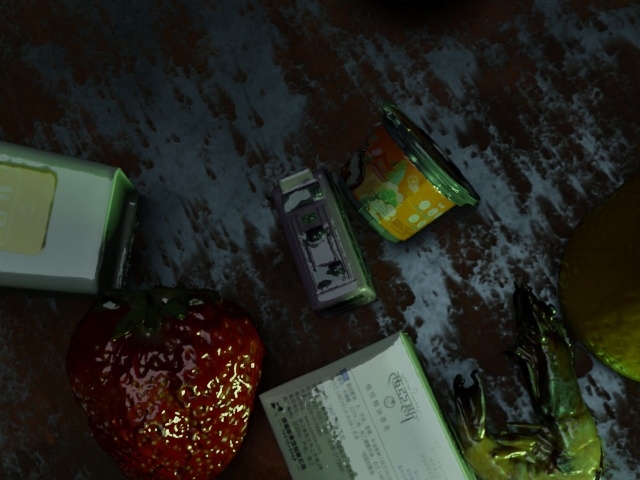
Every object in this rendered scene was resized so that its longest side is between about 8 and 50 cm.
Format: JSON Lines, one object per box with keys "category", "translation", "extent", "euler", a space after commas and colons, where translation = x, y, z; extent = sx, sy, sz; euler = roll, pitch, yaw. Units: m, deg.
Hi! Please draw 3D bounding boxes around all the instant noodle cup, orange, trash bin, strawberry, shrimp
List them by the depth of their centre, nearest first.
{"category": "orange", "translation": [0.465, 0.025, 1.008], "extent": [0.334, 0.196, 0.263], "euler": [-34, 88, -4]}
{"category": "shrimp", "translation": [0.249, 0.203, 1.048], "extent": [0.178, 0.075, 0.289], "euler": [-14, 85, -9]}
{"category": "strawberry", "translation": [-0.198, 0.194, 1.074], "extent": [0.257, 0.257, 0.277], "euler": [3, 97, 12]}
{"category": "instant noodle cup", "translation": [0.105, -0.080, 1.100], "extent": [0.125, 0.178, 0.208], "euler": [-42, 106, 16]}
{"category": "trash bin", "translation": [-0.456, -0.026, 1.164], "extent": [0.367, 0.296, 0.256], "euler": [8, 79, -2]}

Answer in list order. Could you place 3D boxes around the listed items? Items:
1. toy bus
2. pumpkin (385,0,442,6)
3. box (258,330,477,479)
{"category": "toy bus", "translation": [0.000, 0.000, 1.124], "extent": [0.096, 0.108, 0.199], "euler": [-22, 76, 6]}
{"category": "pumpkin", "translation": [0.135, -0.430, 1.154], "extent": [0.237, 0.159, 0.238], "euler": [-7, 57, 12]}
{"category": "box", "translation": [0.073, 0.280, 1.051], "extent": [0.203, 0.116, 0.274], "euler": [-26, 76, 7]}
